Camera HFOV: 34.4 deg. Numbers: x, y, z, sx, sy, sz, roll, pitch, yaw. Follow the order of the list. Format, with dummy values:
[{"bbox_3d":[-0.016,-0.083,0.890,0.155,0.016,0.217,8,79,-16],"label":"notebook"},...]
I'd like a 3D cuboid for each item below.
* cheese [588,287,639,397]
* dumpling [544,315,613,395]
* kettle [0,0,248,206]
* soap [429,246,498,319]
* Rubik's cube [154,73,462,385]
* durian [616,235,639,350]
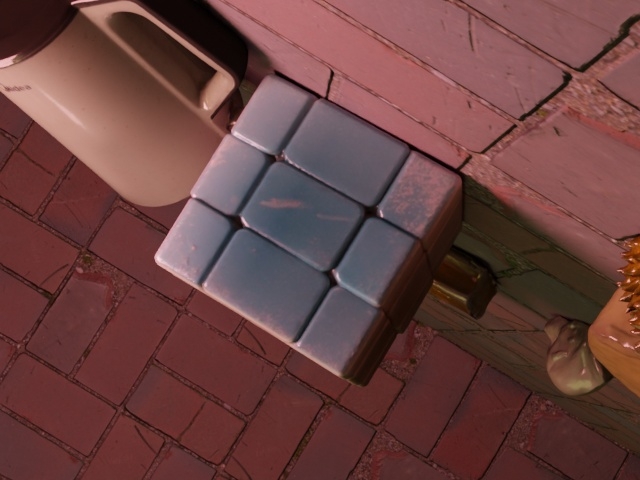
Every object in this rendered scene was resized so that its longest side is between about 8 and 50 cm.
[{"bbox_3d":[0.554,0.222,1.323,0.384,0.104,0.384,35,168,9],"label":"cheese"},{"bbox_3d":[0.472,0.209,1.904,0.229,0.124,0.151,129,119,-79],"label":"dumpling"},{"bbox_3d":[-0.263,-0.238,1.437,0.361,0.250,0.377,3,157,31],"label":"kettle"},{"bbox_3d":[0.193,0.039,1.963,0.274,0.089,0.173,30,175,25],"label":"soap"},{"bbox_3d":[0.000,0.000,1.511,0.322,0.316,0.319,31,174,13],"label":"Rubik's cube"},{"bbox_3d":[0.398,0.087,1.124,0.183,0.138,0.250,24,178,7],"label":"durian"}]
